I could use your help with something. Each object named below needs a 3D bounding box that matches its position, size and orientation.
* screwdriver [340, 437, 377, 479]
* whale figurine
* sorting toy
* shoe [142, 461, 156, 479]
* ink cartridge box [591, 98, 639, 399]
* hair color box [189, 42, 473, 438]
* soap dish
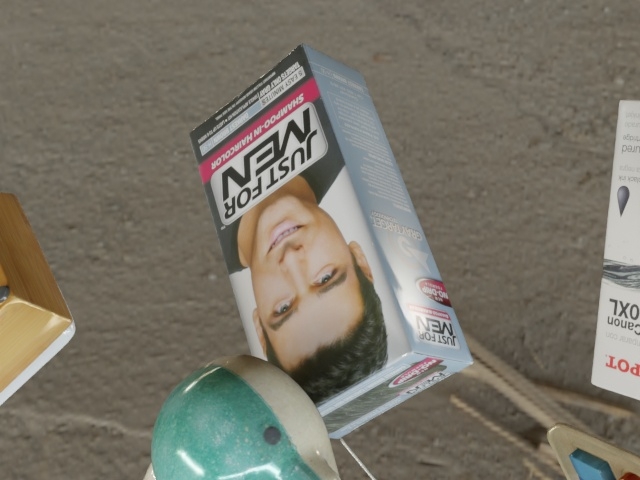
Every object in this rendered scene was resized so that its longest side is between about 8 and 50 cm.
[{"bbox_3d":[0.070,0.288,1.267,0.170,0.024,0.025,44,27,28],"label":"screwdriver"},{"bbox_3d":[-0.057,0.242,1.006,0.141,0.272,0.216,-28,5,-30],"label":"whale figurine"},{"bbox_3d":[0.421,0.386,1.424,0.041,0.307,0.229,-35,20,-21],"label":"sorting toy"},{"bbox_3d":[-0.191,0.319,1.371,0.076,0.219,0.058,25,39,-7],"label":"shoe"},{"bbox_3d":[0.312,0.016,0.842,0.100,0.237,0.172,0,8,-32],"label":"ink cartridge box"},{"bbox_3d":[0.000,0.000,1.175,0.113,0.185,0.375,16,47,-50],"label":"hair color box"},{"bbox_3d":[-0.472,0.083,1.488,0.229,0.118,0.291,-42,47,6],"label":"soap dish"}]
